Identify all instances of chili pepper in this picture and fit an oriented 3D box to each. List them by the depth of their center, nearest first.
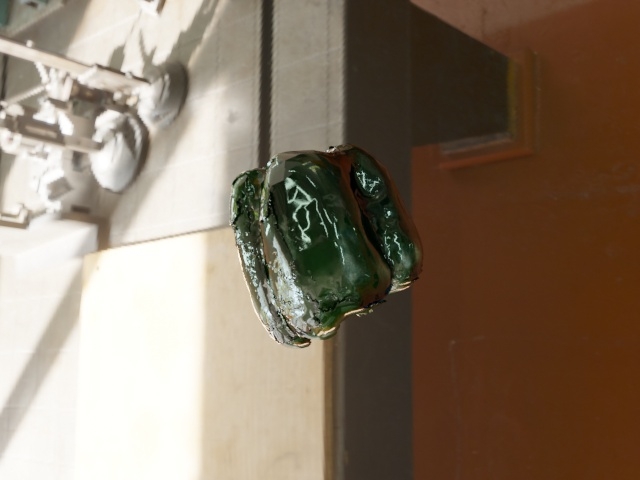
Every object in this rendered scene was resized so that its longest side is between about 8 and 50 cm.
[{"bbox_3d":[0.000,0.000,1.140,0.233,0.248,0.257,-23,89,31],"label":"chili pepper"}]
